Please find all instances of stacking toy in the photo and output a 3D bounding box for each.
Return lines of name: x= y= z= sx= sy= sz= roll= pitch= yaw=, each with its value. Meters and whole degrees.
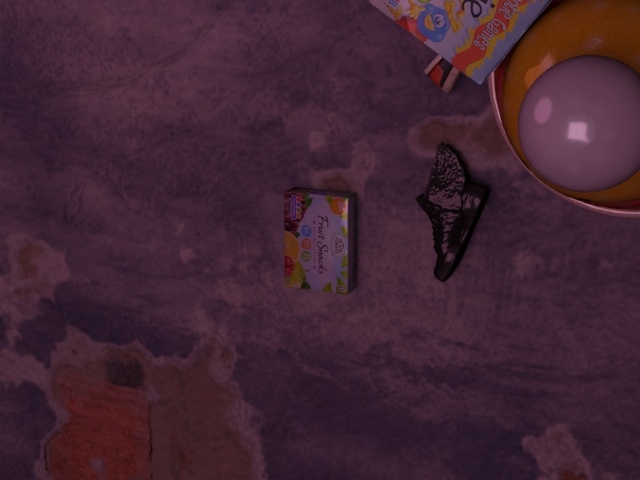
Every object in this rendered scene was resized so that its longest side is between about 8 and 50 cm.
stacking toy: x=0.285 y=-0.150 z=1.038 sx=0.351 sy=0.480 sz=0.350 roll=7 pitch=107 yaw=24

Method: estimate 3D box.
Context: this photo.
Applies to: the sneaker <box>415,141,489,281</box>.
sneaker: x=0.163 y=-0.037 z=1.375 sx=0.089 sy=0.051 sz=0.170 roll=27 pitch=110 yaw=16

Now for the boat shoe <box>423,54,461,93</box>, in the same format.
boat shoe: x=0.188 y=-0.245 z=1.303 sx=0.043 sy=0.049 sz=0.137 roll=45 pitch=120 yaw=4

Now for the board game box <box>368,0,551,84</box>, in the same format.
board game box: x=0.160 y=-0.297 z=1.102 sx=0.142 sy=0.275 sz=0.144 roll=35 pitch=115 yaw=-8

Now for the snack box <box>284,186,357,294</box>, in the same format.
snack box: x=0.000 y=0.000 z=1.467 sx=0.100 sy=0.037 sz=0.141 roll=6 pitch=107 yaw=22
